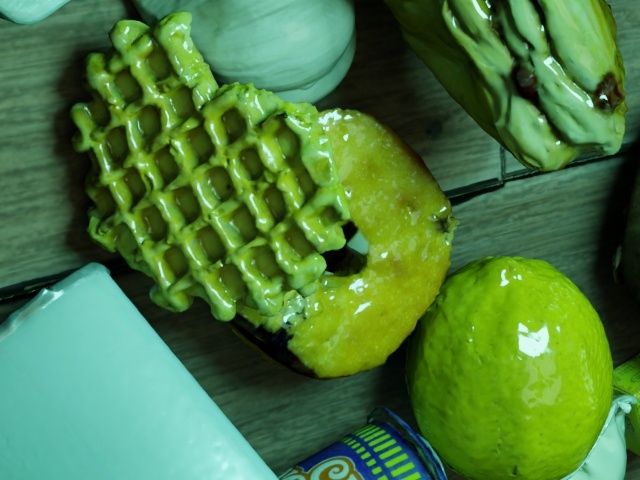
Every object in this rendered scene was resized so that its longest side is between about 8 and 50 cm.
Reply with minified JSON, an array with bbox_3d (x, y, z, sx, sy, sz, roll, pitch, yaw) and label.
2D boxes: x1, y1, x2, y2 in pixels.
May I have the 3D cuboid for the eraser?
[{"bbox_3d":[-0.164,0.183,1.050,0.189,0.104,0.290,-38,79,-16],"label":"eraser"}]

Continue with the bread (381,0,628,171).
[{"bbox_3d":[0.125,-0.260,1.074,0.191,0.314,0.370,-18,118,14],"label":"bread"}]

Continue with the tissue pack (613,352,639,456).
[{"bbox_3d":[0.413,0.163,1.474,0.176,0.062,0.095,-27,115,-19],"label":"tissue pack"}]

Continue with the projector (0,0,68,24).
[{"bbox_3d":[-0.181,-0.271,0.946,0.250,0.198,0.108,-39,119,-15],"label":"projector"}]

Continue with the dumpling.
[{"bbox_3d":[0.260,0.242,1.361,0.155,0.111,0.181,-11,110,-62],"label":"dumpling"}]

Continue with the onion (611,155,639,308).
[{"bbox_3d":[0.478,-0.016,1.332,0.353,0.353,0.354,-8,108,-27],"label":"onion"}]

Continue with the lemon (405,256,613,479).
[{"bbox_3d":[0.184,0.130,1.259,0.204,0.204,0.260,-19,116,-23],"label":"lemon"}]

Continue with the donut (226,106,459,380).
[{"bbox_3d":[0.002,0.001,1.172,0.253,0.118,0.254,-10,111,-27],"label":"donut"}]

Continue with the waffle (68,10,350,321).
[{"bbox_3d":[-0.090,-0.058,1.044,0.056,0.253,0.249,-29,124,-62],"label":"waffle"}]

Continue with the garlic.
[{"bbox_3d":[-0.047,-0.205,1.072,0.178,0.143,0.229,-37,120,-13],"label":"garlic"}]

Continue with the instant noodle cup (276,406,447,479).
[{"bbox_3d":[-0.030,0.338,1.183,0.312,0.284,0.284,-20,113,-15],"label":"instant noodle cup"}]
